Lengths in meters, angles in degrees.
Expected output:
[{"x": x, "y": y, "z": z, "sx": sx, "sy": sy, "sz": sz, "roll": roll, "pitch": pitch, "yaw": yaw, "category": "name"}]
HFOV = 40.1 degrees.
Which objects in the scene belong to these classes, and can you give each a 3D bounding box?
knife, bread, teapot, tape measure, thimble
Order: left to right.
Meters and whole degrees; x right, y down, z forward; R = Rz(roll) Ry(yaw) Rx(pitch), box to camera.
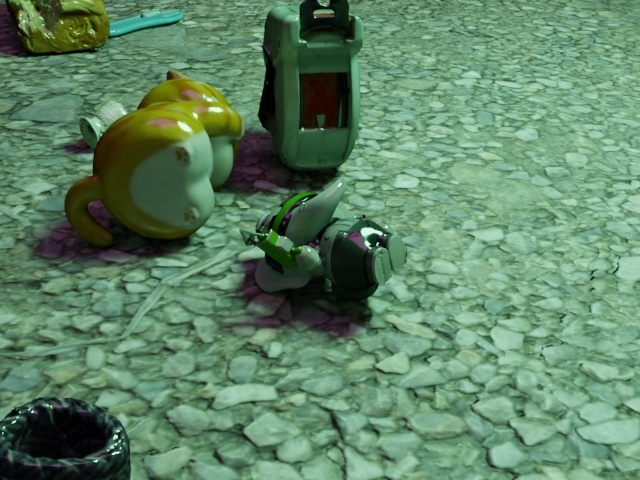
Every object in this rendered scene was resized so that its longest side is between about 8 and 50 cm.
[{"x": -0.546, "y": -0.497, "z": 1.791, "sx": 0.195, "sy": 0.149, "sz": 0.344, "roll": -13, "pitch": 32, "yaw": -21, "category": "bread"}, {"x": -0.201, "y": 0.171, "z": 0.678, "sx": 0.104, "sy": 0.066, "sz": 0.095, "roll": 21, "pitch": 31, "yaw": 30, "category": "thimble"}, {"x": -0.314, "y": -0.162, "z": 1.300, "sx": 0.064, "sy": 0.064, "sz": 0.083, "roll": -30, "pitch": 73, "yaw": -33, "category": "teapot"}, {"x": -0.383, "y": -0.470, "z": 1.880, "sx": 0.064, "sy": 0.031, "sz": 0.222, "roll": 24, "pitch": 36, "yaw": 31, "category": "knife"}, {"x": -0.021, "y": -0.223, "z": 1.232, "sx": 0.125, "sy": 0.246, "sz": 0.243, "roll": -2, "pitch": 18, "yaw": -9, "category": "tape measure"}]

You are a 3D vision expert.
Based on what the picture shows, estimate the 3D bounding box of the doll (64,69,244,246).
[{"x": -0.186, "y": -0.109, "z": 1.104, "sx": 0.162, "sy": 0.167, "sz": 0.269, "roll": 11, "pitch": 27, "yaw": 12, "category": "doll"}]

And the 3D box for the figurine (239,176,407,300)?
[{"x": 0.000, "y": 0.000, "z": 0.960, "sx": 0.192, "sy": 0.126, "sz": 0.147, "roll": 12, "pitch": 47, "yaw": 41, "category": "figurine"}]
